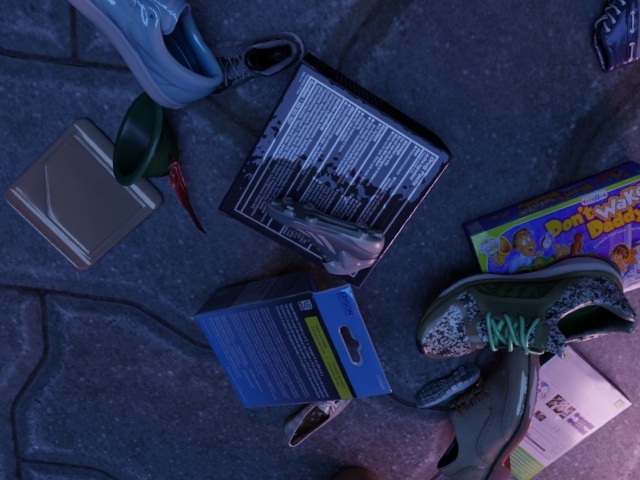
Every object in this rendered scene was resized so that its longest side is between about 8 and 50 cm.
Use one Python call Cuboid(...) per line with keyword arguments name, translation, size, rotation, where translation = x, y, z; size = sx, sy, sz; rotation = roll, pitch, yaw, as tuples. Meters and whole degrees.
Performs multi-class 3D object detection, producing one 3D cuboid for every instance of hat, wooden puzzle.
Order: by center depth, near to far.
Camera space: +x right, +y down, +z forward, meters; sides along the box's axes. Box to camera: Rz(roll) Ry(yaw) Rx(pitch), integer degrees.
Cuboid(name="hat", translation=(-0.281, -0.160, 1.033), size=(0.183, 0.173, 0.209), rotation=(15, 115, -43))
Cuboid(name="wooden puzzle", translation=(-0.473, -0.089, 1.070), size=(0.238, 0.044, 0.221), rotation=(-39, 105, 10))

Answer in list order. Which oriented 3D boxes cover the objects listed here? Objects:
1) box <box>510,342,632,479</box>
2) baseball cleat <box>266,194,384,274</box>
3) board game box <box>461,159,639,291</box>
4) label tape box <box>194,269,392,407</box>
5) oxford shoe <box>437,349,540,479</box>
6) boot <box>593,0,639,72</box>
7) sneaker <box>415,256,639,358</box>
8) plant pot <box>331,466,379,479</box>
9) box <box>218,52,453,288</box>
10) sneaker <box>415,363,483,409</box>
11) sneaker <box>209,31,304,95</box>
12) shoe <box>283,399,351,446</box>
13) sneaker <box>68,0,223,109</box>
Cuboid(name="box", translation=(0.505, 0.393, 1.227), size=(0.232, 0.058, 0.322), rotation=(40, 106, -13))
Cuboid(name="baseball cleat", translation=(0.000, 0.000, 0.885), size=(0.205, 0.072, 0.110), rotation=(18, 119, -2))
Cuboid(name="board game box", translation=(0.490, 0.017, 1.068), size=(0.347, 0.078, 0.233), rotation=(-21, 109, 9))
Cuboid(name="label tape box", translation=(-0.046, 0.199, 1.083), size=(0.347, 0.115, 0.249), rotation=(-14, 111, 24))
Cuboid(name="oxford shoe", translation=(0.354, 0.364, 1.127), size=(0.146, 0.140, 0.397), rotation=(16, 105, 11))
Cuboid(name="boot", translation=(0.513, -0.389, 0.913), size=(0.086, 0.069, 0.190), rotation=(-22, 111, 7))
Cuboid(name="sneaker", translation=(0.377, 0.148, 0.981), size=(0.410, 0.182, 0.158), rotation=(-18, 110, 9))
Cuboid(name="plant pot", translation=(0.087, 0.675, 1.228), size=(0.256, 0.274, 0.257), rotation=(1, 111, 2))
Cuboid(name="box", translation=(0.023, -0.125, 0.966), size=(0.294, 0.183, 0.296), rotation=(30, 111, -9))
Cuboid(name="sneaker", translation=(0.299, 0.351, 1.213), size=(0.166, 0.065, 0.076), rotation=(-30, 112, 14))
Cuboid(name="sneaker", translation=(-0.142, -0.309, 0.925), size=(0.228, 0.132, 0.086), rotation=(-18, 110, 8))
Cuboid(name="shoe", translation=(0.000, 0.402, 1.238), size=(0.076, 0.058, 0.219), rotation=(43, 106, -14))
Cuboid(name="sneaker", translation=(-0.274, -0.375, 0.815), size=(0.150, 0.135, 0.366), rotation=(-6, 139, 34))
